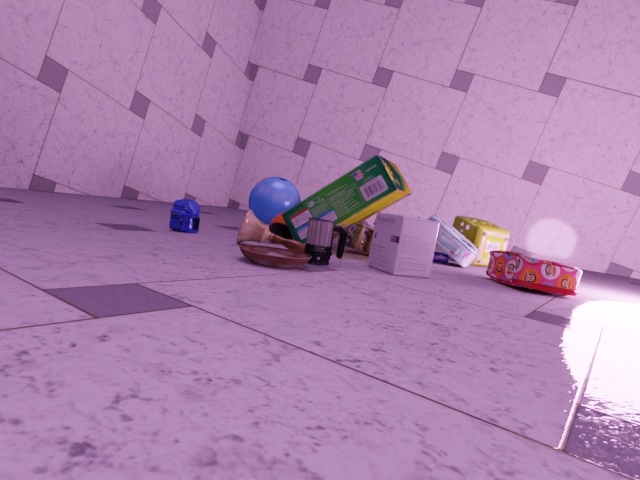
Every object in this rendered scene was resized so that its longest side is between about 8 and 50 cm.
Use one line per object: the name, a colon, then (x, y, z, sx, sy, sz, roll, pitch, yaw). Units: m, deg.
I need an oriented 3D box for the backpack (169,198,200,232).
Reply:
backpack: (-0.498, -0.093, 1.653, 0.097, 0.120, 0.101, 11, 5, 17)

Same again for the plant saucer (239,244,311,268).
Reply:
plant saucer: (-0.124, 0.046, 1.222, 0.198, 0.036, 0.198, 9, 6, -1)

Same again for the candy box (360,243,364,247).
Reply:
candy box: (0.265, 0.038, 2.101, 0.105, 0.027, 0.205, 9, 3, 40)

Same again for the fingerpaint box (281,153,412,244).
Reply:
fingerpaint box: (0.118, -0.154, 1.829, 0.444, 0.163, 0.371, -30, -7, 19)

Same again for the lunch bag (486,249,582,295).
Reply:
lunch bag: (0.759, 0.111, 1.588, 0.258, 0.120, 0.293, 9, 4, -7)

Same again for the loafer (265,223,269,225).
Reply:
loafer: (-0.245, -0.039, 1.875, 0.169, 0.062, 0.061, 9, 0, -11)

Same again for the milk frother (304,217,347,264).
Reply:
milk frother: (0.000, 0.000, 1.399, 0.129, 0.135, 0.143, 7, 5, -28)

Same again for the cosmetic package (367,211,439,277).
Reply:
cosmetic package: (0.267, 0.012, 1.455, 0.151, 0.184, 0.151, 7, 5, -27)

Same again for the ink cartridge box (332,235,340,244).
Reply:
ink cartridge box: (0.036, -0.022, 2.152, 0.150, 0.063, 0.109, 10, 5, -9)

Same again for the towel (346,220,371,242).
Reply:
towel: (0.164, -0.102, 2.383, 0.235, 0.121, 0.283, 53, 21, 15)

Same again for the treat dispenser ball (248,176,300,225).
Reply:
treat dispenser ball: (-0.253, -0.209, 2.484, 0.288, 0.288, 0.288, 9, 5, -1)

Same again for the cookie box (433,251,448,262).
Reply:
cookie box: (0.535, 0.074, 2.087, 0.091, 0.040, 0.107, 8, 4, -1)

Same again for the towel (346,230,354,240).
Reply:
towel: (0.150, -0.016, 2.153, 0.027, 0.110, 0.148, -34, 3, -1)

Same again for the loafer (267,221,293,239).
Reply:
loafer: (-0.156, -0.020, 1.809, 0.078, 0.080, 0.220, -26, -17, 33)

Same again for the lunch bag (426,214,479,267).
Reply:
lunch bag: (0.590, 0.002, 2.031, 0.279, 0.108, 0.224, 43, 13, 19)

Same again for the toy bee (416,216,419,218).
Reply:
toy bee: (0.469, -0.008, 2.404, 0.298, 0.162, 0.195, -25, -1, -17)

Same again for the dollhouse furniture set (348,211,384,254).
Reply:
dollhouse furniture set: (0.173, -0.046, 1.890, 0.101, 0.182, 0.161, 20, 0, -20)

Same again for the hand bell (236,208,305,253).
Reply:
hand bell: (-0.153, -0.005, 1.547, 0.241, 0.126, 0.126, 22, 5, 0)

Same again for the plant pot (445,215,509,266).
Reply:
plant pot: (0.793, 0.015, 2.241, 0.228, 0.227, 0.207, 7, 11, -22)
